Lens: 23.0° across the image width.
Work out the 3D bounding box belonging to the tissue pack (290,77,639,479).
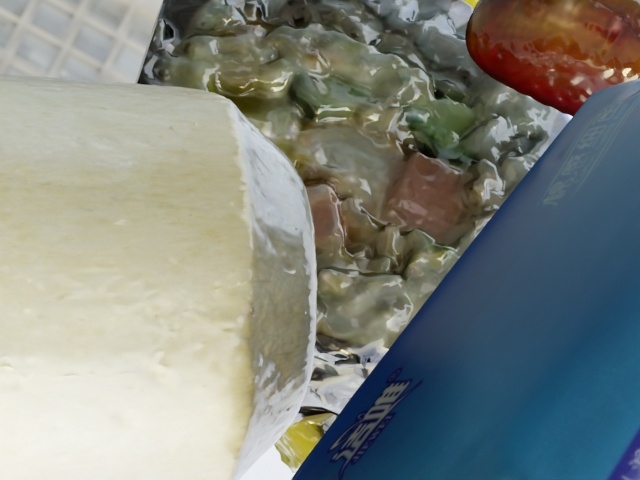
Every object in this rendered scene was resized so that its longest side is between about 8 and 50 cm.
[{"bbox_3d":[0.120,0.053,0.611,0.269,0.137,0.209,-52,-159,-22],"label":"tissue pack"}]

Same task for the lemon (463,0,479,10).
[{"bbox_3d":[0.134,-0.236,1.537,0.267,0.267,0.267,-54,-163,25],"label":"lemon"}]

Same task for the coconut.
[{"bbox_3d":[-0.119,0.028,0.683,0.202,0.222,0.202,-179,-90,-73],"label":"coconut"}]

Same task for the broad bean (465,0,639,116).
[{"bbox_3d":[0.169,-0.109,0.933,0.084,0.165,0.114,-63,179,5],"label":"broad bean"}]

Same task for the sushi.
[{"bbox_3d":[0.000,0.000,1.097,0.285,0.329,0.328,101,-1,-54],"label":"sushi"}]
